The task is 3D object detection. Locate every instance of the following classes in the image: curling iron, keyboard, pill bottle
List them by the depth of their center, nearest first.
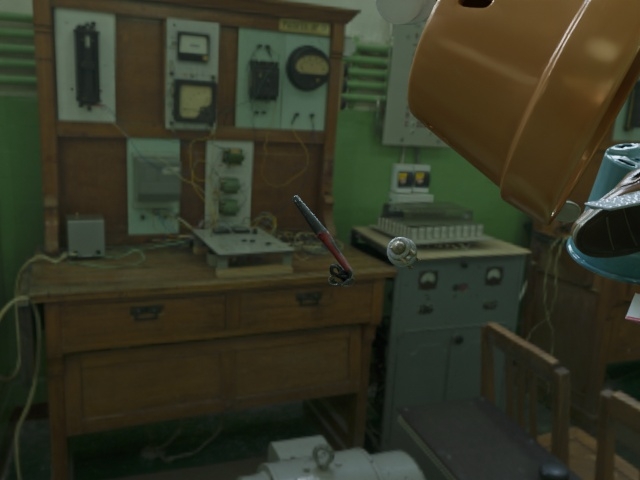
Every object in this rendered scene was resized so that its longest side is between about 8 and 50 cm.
[{"bbox_3d":[0.136,-0.356,0.863,0.087,0.087,0.160,9,33,25],"label":"pill bottle"},{"bbox_3d":[0.522,-0.072,0.889,0.256,0.014,0.072,-11,4,-3],"label":"keyboard"},{"bbox_3d":[0.000,0.000,1.536,0.068,0.274,0.035,-34,-15,13],"label":"curling iron"}]

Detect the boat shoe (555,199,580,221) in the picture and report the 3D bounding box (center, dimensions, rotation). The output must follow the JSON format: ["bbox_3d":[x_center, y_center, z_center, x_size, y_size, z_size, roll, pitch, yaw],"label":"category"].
[{"bbox_3d":[0.560,-0.100,1.570,0.206,0.075,0.065,16,21,-11],"label":"boat shoe"}]

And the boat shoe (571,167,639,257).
[{"bbox_3d":[0.575,-0.069,1.083,0.307,0.111,0.104,-26,23,3],"label":"boat shoe"}]

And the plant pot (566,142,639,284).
[{"bbox_3d":[0.955,-0.095,1.850,0.341,0.334,0.341,0,30,0],"label":"plant pot"}]

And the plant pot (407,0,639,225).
[{"bbox_3d":[0.234,-0.191,0.682,0.203,0.291,0.291,31,23,20],"label":"plant pot"}]

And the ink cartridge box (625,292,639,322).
[{"bbox_3d":[1.052,0.238,1.809,0.218,0.092,0.158,23,-3,-9],"label":"ink cartridge box"}]

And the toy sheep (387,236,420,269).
[{"bbox_3d":[0.229,0.035,1.707,0.091,0.091,0.132,8,-19,21],"label":"toy sheep"}]

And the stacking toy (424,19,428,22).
[{"bbox_3d":[0.407,-0.863,1.841,0.350,0.351,0.480,2,11,-3],"label":"stacking toy"}]
